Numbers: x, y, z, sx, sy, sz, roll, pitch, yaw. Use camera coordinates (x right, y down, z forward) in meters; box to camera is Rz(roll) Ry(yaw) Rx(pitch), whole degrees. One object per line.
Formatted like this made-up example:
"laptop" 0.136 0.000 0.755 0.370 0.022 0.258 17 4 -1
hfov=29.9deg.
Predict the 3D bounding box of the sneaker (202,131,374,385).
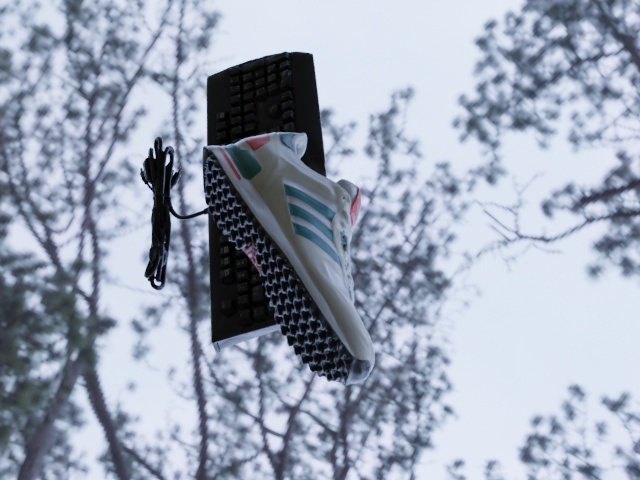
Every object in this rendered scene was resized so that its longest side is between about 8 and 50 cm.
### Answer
"sneaker" 0.000 0.000 0.642 0.075 0.057 0.161 -21 -122 -22

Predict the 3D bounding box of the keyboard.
"keyboard" -0.088 -0.040 1.108 0.202 0.033 0.317 -21 -131 19
